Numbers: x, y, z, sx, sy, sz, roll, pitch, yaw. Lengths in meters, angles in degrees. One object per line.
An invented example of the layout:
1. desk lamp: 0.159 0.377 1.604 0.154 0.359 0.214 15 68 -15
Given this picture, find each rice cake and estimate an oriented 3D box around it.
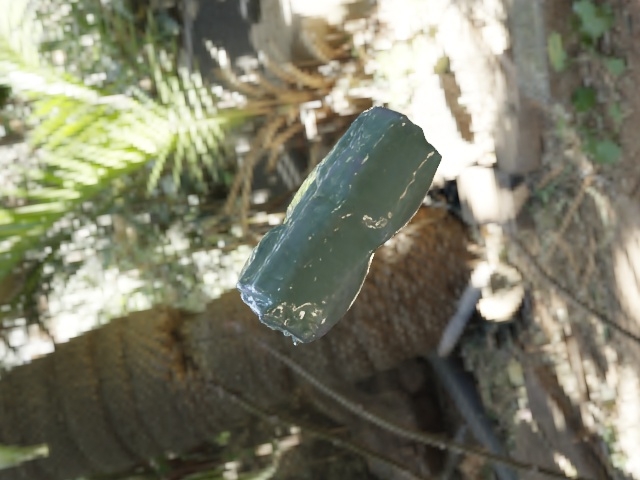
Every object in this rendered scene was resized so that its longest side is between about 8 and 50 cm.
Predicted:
1. rice cake: 0.000 0.000 0.512 0.085 0.040 0.226 -55 2 -5
